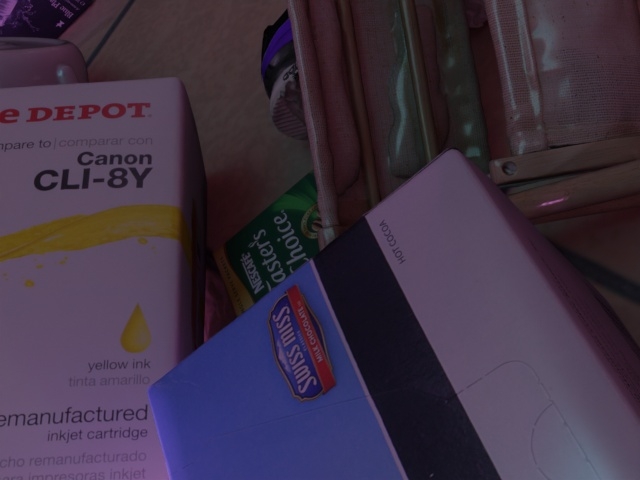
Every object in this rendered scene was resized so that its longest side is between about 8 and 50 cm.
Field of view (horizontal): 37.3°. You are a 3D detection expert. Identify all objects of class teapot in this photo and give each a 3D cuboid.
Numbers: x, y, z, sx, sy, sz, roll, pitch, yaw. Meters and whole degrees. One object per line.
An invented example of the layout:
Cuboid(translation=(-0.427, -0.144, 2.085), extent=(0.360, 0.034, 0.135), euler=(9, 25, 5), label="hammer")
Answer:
Cuboid(translation=(-0.372, -0.127, 1.061), extent=(0.256, 0.252, 0.187), euler=(-146, 53, -64), label="teapot")

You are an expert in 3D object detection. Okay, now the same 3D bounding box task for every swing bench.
Cuboid(translation=(0.117, -0.134, 0.635), extent=(0.254, 0.165, 0.253), euler=(-11, 85, 36), label="swing bench")

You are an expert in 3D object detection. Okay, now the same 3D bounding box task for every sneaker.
Cuboid(translation=(0.056, -0.228, 0.837), extent=(0.293, 0.102, 0.146), euler=(-34, 48, 18), label="sneaker")

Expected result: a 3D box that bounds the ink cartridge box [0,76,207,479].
Cuboid(translation=(-0.242, 0.062, 0.780), extent=(0.279, 0.160, 0.385), euler=(-3, 57, -1), label="ink cartridge box")

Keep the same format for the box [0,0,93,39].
Cuboid(translation=(-0.407, -0.321, 1.220), extent=(0.158, 0.156, 0.093), euler=(-40, 48, 13), label="box")

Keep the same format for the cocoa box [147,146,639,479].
Cuboid(translation=(0.098, 0.177, 0.473), extent=(0.228, 0.231, 0.347), euler=(-39, 47, 15), label="cocoa box")

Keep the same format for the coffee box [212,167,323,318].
Cuboid(translation=(0.000, 0.000, 0.789), extent=(0.184, 0.040, 0.113), euler=(-38, 47, 14), label="coffee box")
